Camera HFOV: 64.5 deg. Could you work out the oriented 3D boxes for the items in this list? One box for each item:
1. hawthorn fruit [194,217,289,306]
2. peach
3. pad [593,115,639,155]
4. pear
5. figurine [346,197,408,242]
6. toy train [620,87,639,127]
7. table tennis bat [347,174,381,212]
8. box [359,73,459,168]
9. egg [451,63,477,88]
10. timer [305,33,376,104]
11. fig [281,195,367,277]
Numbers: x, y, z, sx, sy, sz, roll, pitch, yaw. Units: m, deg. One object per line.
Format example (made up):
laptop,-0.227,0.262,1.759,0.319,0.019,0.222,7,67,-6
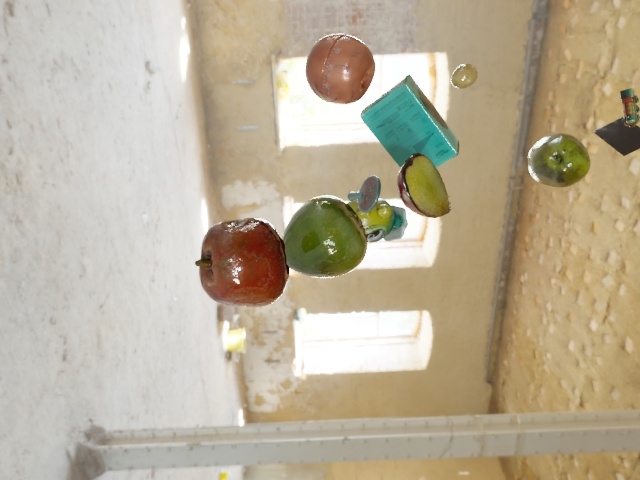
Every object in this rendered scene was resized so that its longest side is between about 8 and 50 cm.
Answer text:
hawthorn fruit,-0.229,0.065,1.467,0.275,0.299,0.276,-1,-91,50
peach,0.313,-0.159,1.571,0.279,0.068,0.189,38,63,-39
pad,1.112,-0.384,1.857,0.004,0.127,0.190,58,10,-40
pear,1.100,-0.368,2.341,0.321,0.269,0.269,-17,106,-66
figurine,0.234,-0.102,2.362,0.340,0.323,0.232,7,74,-48
toy train,0.866,-0.369,1.418,0.064,0.044,0.103,3,82,-52
table tennis bat,0.176,-0.183,2.043,0.244,0.040,0.153,5,-99,66
box,0.313,-0.386,1.760,0.311,0.205,0.118,47,38,-16
egg,0.503,-0.575,1.784,0.080,0.096,0.080,53,-5,7
timer,0.069,-0.576,1.720,0.229,0.214,0.230,-45,152,-32
fig,0.000,0.000,1.791,0.316,0.316,0.316,-3,90,-90
